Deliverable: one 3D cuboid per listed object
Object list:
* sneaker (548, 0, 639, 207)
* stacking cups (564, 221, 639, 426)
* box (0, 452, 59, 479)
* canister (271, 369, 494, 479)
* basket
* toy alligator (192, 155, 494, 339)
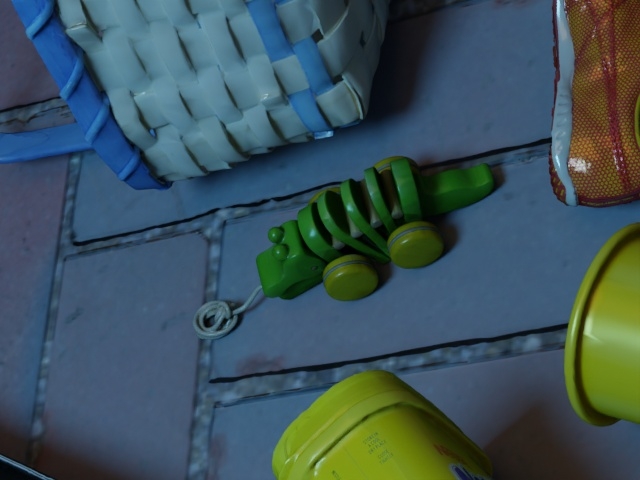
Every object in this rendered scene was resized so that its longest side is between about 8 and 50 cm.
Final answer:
[{"bbox_3d":[0.149,-0.094,0.882,0.067,0.064,0.175,-2,67,10],"label":"sneaker"},{"bbox_3d":[0.251,0.069,0.688,0.316,0.096,0.096,15,74,38],"label":"stacking cups"},{"bbox_3d":[-0.228,0.224,0.890,0.322,0.079,0.257,15,61,37],"label":"box"},{"bbox_3d":[0.066,0.148,0.748,0.073,0.126,0.170,-43,52,4],"label":"canister"},{"bbox_3d":[-0.117,-0.148,0.960,0.289,0.255,0.201,-6,46,15],"label":"basket"},{"bbox_3d":[0.000,0.000,0.919,0.189,0.051,0.056,-27,53,18],"label":"toy alligator"}]
